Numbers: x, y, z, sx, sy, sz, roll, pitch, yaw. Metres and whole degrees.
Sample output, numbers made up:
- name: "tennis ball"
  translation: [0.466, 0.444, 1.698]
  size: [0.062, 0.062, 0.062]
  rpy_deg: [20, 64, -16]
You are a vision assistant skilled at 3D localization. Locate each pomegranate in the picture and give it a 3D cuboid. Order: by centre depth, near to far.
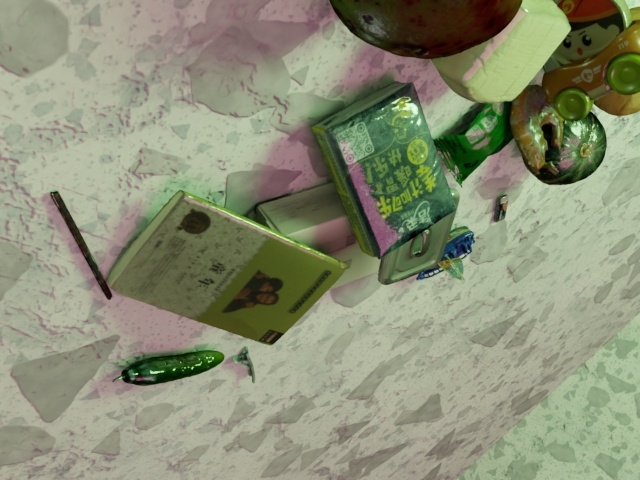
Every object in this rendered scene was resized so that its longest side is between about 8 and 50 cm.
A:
- name: "pomegranate"
  translation: [0.126, -0.401, 0.981]
  size: [0.291, 0.291, 0.323]
  rpy_deg: [-19, 99, -26]

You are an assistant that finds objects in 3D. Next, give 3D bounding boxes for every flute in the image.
- name: "flute"
  translation: [-0.372, 0.014, 1.183]
  size: [0.014, 0.014, 0.269]
  rpy_deg: [-27, 144, -16]

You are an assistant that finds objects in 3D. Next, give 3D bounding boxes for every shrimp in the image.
- name: "shrimp"
  translation: [0.444, -0.220, 1.501]
  size: [0.132, 0.052, 0.187]
  rpy_deg: [-20, 105, -16]

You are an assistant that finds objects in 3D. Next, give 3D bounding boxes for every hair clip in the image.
- name: "hair clip"
  translation: [-0.166, 0.278, 1.662]
  size: [0.039, 0.030, 0.115]
  rpy_deg: [-14, 140, -2]

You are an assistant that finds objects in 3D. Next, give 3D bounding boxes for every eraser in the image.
- name: "eraser"
  translation: [0.435, -0.075, 1.806]
  size: [0.027, 0.019, 0.099]
  rpy_deg: [-27, 143, -16]

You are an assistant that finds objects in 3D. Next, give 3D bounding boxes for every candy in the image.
- name: "candy"
  translation: [0.329, -0.212, 1.507]
  size: [0.203, 0.078, 0.141]
  rpy_deg: [-43, 146, -2]

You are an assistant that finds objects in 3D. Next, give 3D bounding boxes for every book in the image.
- name: "book"
  translation: [-0.156, 0.059, 1.298]
  size: [0.352, 0.035, 0.239]
  rpy_deg: [25, 122, -33]

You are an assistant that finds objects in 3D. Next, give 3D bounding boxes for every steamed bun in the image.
- name: "steamed bun"
  translation: [0.283, -0.338, 1.249]
  size: [0.250, 0.154, 0.200]
  rpy_deg: [-2, 135, -49]

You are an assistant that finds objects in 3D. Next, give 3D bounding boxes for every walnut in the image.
- name: "walnut"
  translation: [0.636, -0.362, 1.525]
  size: [0.193, 0.193, 0.225]
  rpy_deg: [-22, 149, -22]

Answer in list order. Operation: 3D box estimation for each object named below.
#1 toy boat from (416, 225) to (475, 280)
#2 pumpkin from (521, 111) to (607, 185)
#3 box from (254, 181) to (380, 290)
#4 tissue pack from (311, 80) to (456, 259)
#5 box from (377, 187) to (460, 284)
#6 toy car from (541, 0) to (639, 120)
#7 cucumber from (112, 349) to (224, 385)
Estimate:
- name: "toy boat"
  translation: [0.301, 0.051, 1.750]
  size: [0.175, 0.110, 0.091]
  rpy_deg: [-32, 145, -6]
- name: "pumpkin"
  translation: [0.523, -0.206, 1.620]
  size: [0.190, 0.146, 0.190]
  rpy_deg: [-2, 106, -9]
- name: "box"
  translation: [0.000, 0.000, 1.429]
  size: [0.252, 0.106, 0.203]
  rpy_deg: [-20, 140, -27]
- name: "tissue pack"
  translation: [0.116, -0.122, 1.309]
  size: [0.185, 0.081, 0.257]
  rpy_deg: [-31, 115, -17]
- name: "box"
  translation: [0.179, -0.027, 1.534]
  size: [0.162, 0.130, 0.227]
  rpy_deg: [-20, 140, -24]
- name: "toy car"
  translation: [0.495, -0.360, 1.388]
  size: [0.145, 0.235, 0.235]
  rpy_deg: [-42, 157, -47]
- name: "cucumber"
  translation: [-0.301, 0.253, 1.489]
  size: [0.250, 0.056, 0.056]
  rpy_deg: [-3, 132, -42]
